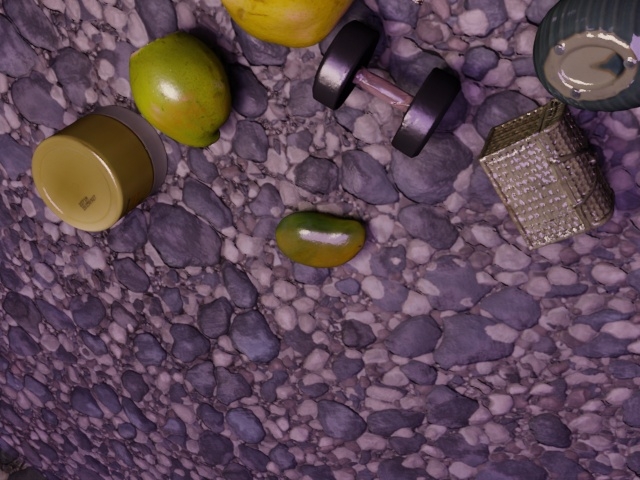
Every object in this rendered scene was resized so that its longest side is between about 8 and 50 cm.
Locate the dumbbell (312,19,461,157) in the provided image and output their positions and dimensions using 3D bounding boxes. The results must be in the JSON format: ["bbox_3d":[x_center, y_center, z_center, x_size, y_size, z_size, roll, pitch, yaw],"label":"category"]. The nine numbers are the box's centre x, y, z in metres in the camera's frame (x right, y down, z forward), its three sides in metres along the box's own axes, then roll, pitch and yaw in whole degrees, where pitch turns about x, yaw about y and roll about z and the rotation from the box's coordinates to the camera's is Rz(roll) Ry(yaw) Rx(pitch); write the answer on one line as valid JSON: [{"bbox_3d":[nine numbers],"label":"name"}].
[{"bbox_3d":[0.110,-0.257,1.189,0.218,0.152,0.152,32,127,3],"label":"dumbbell"}]

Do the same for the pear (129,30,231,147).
[{"bbox_3d":[-0.254,-0.278,1.315,0.187,0.187,0.220,-19,112,31],"label":"pear"}]

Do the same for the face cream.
[{"bbox_3d":[-0.463,-0.152,1.477,0.218,0.179,0.218,11,123,17],"label":"face cream"}]

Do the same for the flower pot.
[{"bbox_3d":[0.426,-0.282,1.017,0.243,0.157,0.189,3,126,51],"label":"flower pot"}]

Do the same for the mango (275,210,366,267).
[{"bbox_3d":[-0.002,0.003,1.435,0.191,0.085,0.122,13,121,17],"label":"mango"}]

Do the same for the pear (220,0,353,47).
[{"bbox_3d":[-0.057,-0.458,1.090,0.284,0.336,0.285,1,86,-8],"label":"pear"}]

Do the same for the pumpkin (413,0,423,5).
[{"bbox_3d":[0.149,-0.432,1.125,0.074,0.054,0.083,25,121,2],"label":"pumpkin"}]

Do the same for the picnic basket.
[{"bbox_3d":[0.385,-0.114,1.170,0.154,0.134,0.196,-22,109,35],"label":"picnic basket"}]
